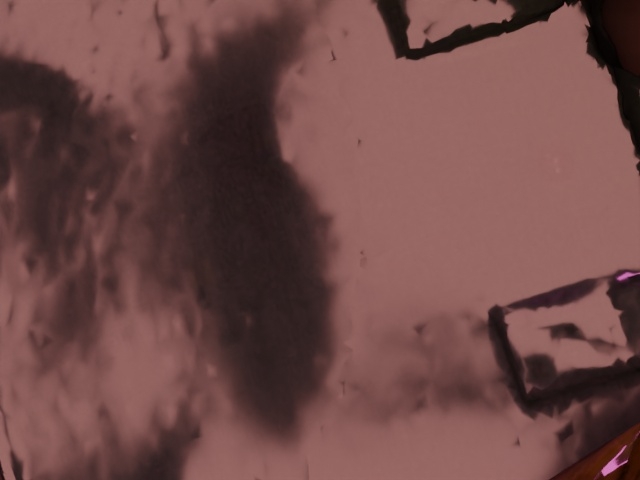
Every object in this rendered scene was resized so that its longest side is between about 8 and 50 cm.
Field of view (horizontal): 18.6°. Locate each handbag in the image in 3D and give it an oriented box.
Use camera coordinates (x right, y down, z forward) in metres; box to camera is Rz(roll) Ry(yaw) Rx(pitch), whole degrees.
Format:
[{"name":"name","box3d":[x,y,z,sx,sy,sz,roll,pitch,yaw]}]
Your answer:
[{"name":"handbag","box3d":[-0.001,0.000,0.658,0.260,0.079,0.248,-17,88,18]}]

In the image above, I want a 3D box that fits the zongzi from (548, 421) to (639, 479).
[{"name":"zongzi","box3d":[0.168,0.006,0.552,0.273,0.145,0.300,-7,79,1]}]
